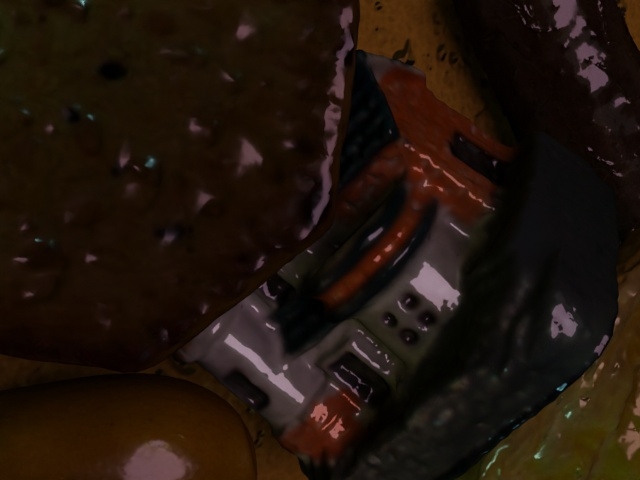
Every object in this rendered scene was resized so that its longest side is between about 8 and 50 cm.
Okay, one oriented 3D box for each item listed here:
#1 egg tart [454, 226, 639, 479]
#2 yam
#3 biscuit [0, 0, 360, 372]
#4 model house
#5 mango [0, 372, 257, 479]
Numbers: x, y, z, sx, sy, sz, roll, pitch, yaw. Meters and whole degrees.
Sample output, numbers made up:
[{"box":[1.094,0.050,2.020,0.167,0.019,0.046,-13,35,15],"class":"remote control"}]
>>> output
[{"box":[0.216,0.127,0.837,0.128,0.319,0.319,35,70,17],"class":"egg tart"},{"box":[0.218,-0.114,0.926,0.131,0.131,0.279,-38,110,-23],"class":"yam"},{"box":[-0.148,-0.095,0.673,0.359,0.046,0.359,0,88,7],"class":"biscuit"},{"box":[0.000,0.000,0.737,0.301,0.271,0.190,39,37,-12],"class":"model house"},{"box":[-0.151,0.151,0.715,0.221,0.151,0.120,-3,56,-4],"class":"mango"}]
